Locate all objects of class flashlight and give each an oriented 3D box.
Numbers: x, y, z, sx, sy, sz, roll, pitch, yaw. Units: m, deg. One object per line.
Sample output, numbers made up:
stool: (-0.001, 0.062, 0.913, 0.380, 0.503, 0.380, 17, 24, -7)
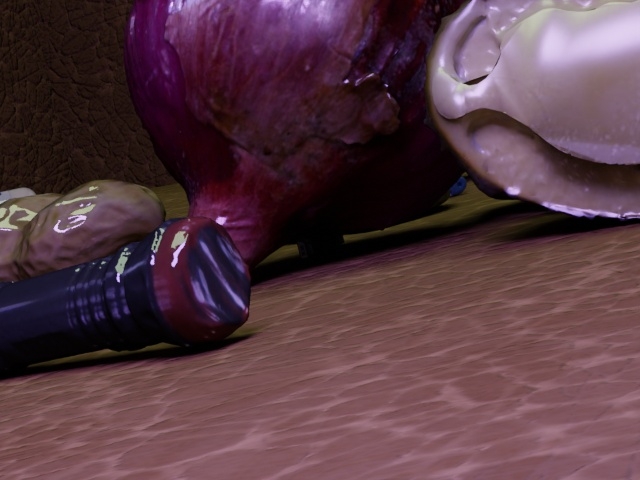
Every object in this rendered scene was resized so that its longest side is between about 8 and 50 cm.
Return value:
flashlight: (-0.159, 0.049, 1.399, 0.232, 0.093, 0.093, -16, 2, 34)

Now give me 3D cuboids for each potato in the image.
potato: (0.239, -0.124, 1.607, 0.285, 0.243, 0.242, -12, 5, 18)

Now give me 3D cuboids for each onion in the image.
onion: (-0.037, -0.104, 1.759, 0.347, 0.347, 0.385, -6, 51, 55)

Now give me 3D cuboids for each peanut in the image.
peanut: (-0.258, 0.001, 2.023, 0.233, 0.110, 0.196, -8, 1, 40)

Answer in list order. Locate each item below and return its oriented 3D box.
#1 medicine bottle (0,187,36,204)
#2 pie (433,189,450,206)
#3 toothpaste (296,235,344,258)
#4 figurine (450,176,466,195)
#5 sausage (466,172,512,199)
medicine bottle: (-0.429, 0.021, 2.225, 0.252, 0.114, 0.114, -14, 5, -10)
pie: (0.047, -0.040, 2.108, 0.195, 0.046, 0.195, -13, 6, 1)
toothpaste: (0.000, 0.000, 1.893, 0.017, 0.020, 0.083, -13, 4, 22)
figurine: (0.085, -0.088, 2.281, 0.144, 0.114, 0.178, -16, 14, -26)
sausage: (0.208, -0.101, 1.844, 0.148, 0.148, 0.254, -14, 0, -19)
